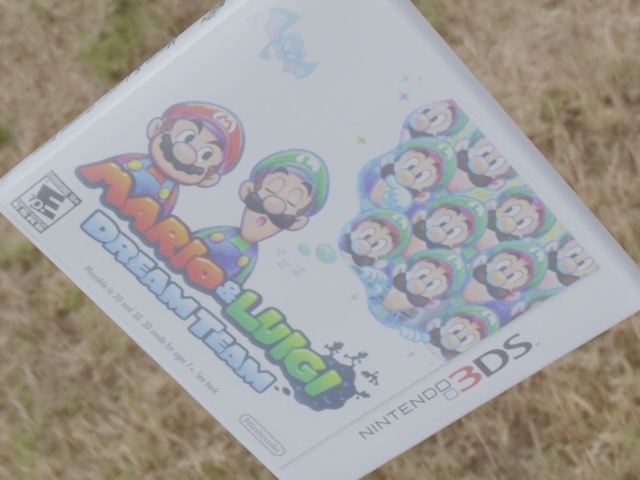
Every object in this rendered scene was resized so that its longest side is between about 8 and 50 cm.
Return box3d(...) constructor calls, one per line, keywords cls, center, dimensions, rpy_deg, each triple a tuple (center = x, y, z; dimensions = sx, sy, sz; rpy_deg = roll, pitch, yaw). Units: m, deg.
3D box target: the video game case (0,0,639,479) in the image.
box3d(cls="video game case", center=(0.000, 0.000, 0.490), dimensions=(0.143, 0.157, 0.019), rpy_deg=(-35, 21, 24))
